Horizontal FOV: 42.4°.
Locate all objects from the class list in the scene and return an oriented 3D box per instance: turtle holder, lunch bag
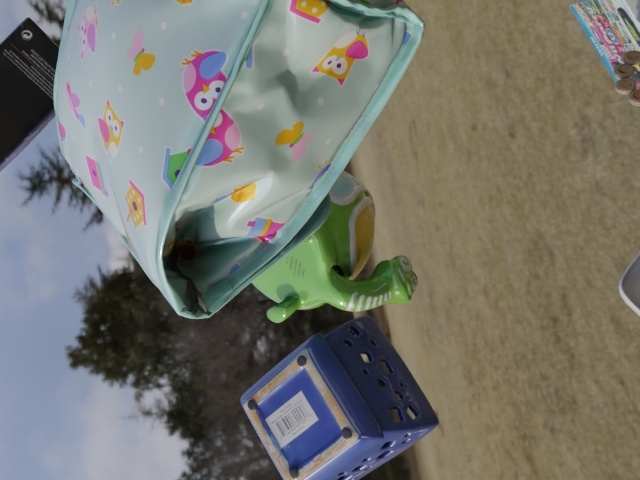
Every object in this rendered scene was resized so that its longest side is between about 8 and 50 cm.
[{"bbox_3d":[-0.008,-0.018,1.335,0.320,0.227,0.243,10,120,45],"label":"turtle holder"},{"bbox_3d":[-0.087,-0.104,0.591,0.223,0.160,0.262,45,119,34],"label":"lunch bag"}]

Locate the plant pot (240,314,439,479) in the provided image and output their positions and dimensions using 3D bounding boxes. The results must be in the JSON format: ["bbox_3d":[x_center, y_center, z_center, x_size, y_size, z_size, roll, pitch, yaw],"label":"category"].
[{"bbox_3d":[0.017,0.286,1.398,0.212,0.236,0.236,1,-128,-58],"label":"plant pot"}]

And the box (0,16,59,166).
[{"bbox_3d":[-0.413,-0.166,1.068,0.103,0.184,0.261,47,166,-17],"label":"box"}]

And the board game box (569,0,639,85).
[{"bbox_3d":[0.656,-0.431,1.703,0.224,0.098,0.303,54,-174,-10],"label":"board game box"}]

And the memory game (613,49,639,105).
[{"bbox_3d":[0.621,-0.300,1.479,0.012,0.186,0.186,67,-168,-50],"label":"memory game"}]

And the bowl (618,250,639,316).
[{"bbox_3d":[0.441,0.058,0.983,0.142,0.142,0.053,43,172,19],"label":"bowl"}]
